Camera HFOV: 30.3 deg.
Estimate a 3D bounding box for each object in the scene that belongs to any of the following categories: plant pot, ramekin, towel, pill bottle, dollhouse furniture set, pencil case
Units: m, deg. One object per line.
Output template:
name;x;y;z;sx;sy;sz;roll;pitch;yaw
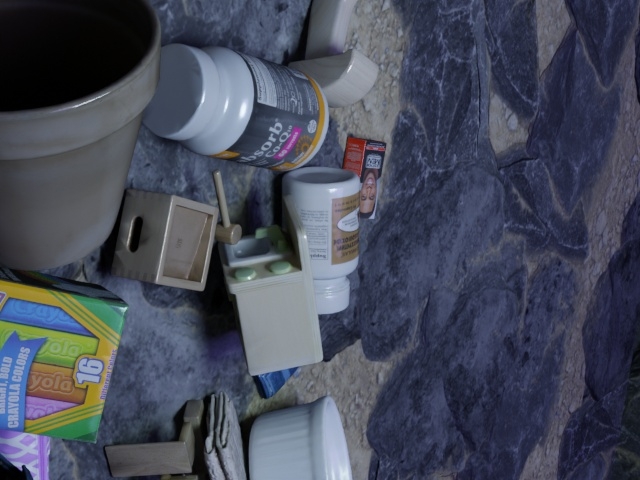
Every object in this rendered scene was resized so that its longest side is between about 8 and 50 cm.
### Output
plant pot;-0.346;-0.126;1.383;0.323;0.323;0.280;-39;147;-39
ramekin;-0.029;0.408;1.993;0.277;0.135;0.277;-9;90;-82
towel;-0.138;0.402;1.909;0.187;0.049;0.282;-96;173;-68
pill bottle;-0.126;-0.195;1.729;0.278;0.162;0.162;7;96;-53
dollhouse furniture set;-0.249;0.333;1.858;0.151;0.123;0.144;-83;167;-62
pencil case;-0.400;0.276;1.590;0.086;0.088;0.206;-19;116;-51
pill bottle;0.000;0.000;1.986;0.131;0.131;0.229;-21;118;-48
towel;-0.067;0.218;2.057;0.119;0.029;0.067;-47;136;-33

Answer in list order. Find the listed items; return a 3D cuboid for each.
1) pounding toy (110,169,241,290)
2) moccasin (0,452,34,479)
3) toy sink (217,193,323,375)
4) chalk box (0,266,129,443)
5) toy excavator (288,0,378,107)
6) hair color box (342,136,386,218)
pounding toy;-0.206;-0.022;1.750;0.206;0.094;0.181;16;84;-63
moccasin;-0.407;0.337;1.472;0.342;0.117;0.137;46;32;-27
toy sink;-0.084;0.067;1.851;0.131;0.153;0.234;-11;119;-7
chalk box;-0.405;0.120;1.414;0.289;0.180;0.179;13;91;-23
toy excavator;0.106;-0.485;1.916;0.222;0.445;0.433;23;42;-52
hair color box;0.073;-0.111;2.119;0.072;0.043;0.141;-1;103;-54
